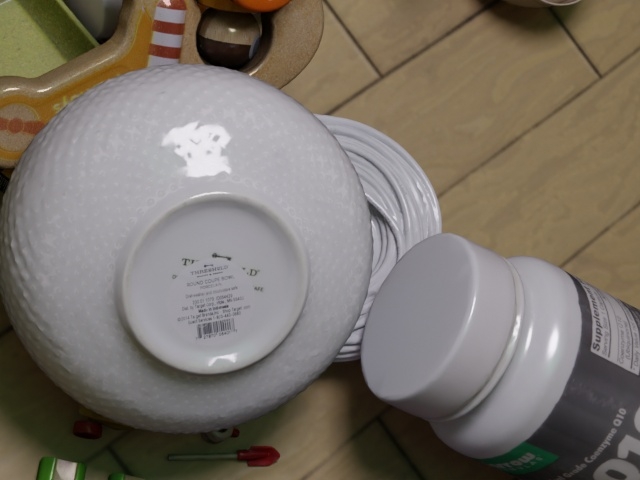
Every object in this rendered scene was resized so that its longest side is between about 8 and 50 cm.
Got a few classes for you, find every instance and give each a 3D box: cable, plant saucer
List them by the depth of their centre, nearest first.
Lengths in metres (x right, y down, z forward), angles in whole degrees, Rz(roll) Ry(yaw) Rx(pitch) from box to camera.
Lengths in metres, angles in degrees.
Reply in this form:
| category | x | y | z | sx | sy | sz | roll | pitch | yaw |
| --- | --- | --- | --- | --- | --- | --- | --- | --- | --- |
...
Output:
| category | x | y | z | sx | sy | sz | roll | pitch | yaw |
| --- | --- | --- | --- | --- | --- | --- | --- | --- | --- |
| plant saucer | -0.318 | -0.167 | 1.451 | 0.188 | 0.045 | 0.188 | -32 | 67 | -22 |
| cable | 0.000 | 0.000 | 1.535 | 0.257 | 0.089 | 0.257 | -2 | 73 | -24 |

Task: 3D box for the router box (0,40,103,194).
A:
| category | x | y | z | sx | sy | sz | roll | pitch | yaw |
| --- | --- | --- | --- | --- | --- | --- | --- | --- | --- |
| router box | -0.229 | -0.092 | 1.492 | 0.133 | 0.046 | 0.179 | 40 | 62 | -5 |

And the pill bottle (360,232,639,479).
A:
| category | x | y | z | sx | sy | sz | roll | pitch | yaw |
| --- | --- | --- | --- | --- | --- | --- | --- | --- | --- |
| pill bottle | 0.230 | 0.139 | 1.480 | 0.361 | 0.204 | 0.204 | 26 | 64 | -27 |

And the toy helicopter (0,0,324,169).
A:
| category | x | y | z | sx | sy | sz | roll | pitch | yaw |
| --- | --- | --- | --- | --- | --- | --- | --- | --- | --- |
| toy helicopter | -0.156 | -0.152 | 1.400 | 0.355 | 0.140 | 0.235 | -27 | 122 | -14 |

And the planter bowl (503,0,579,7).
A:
| category | x | y | z | sx | sy | sz | roll | pitch | yaw |
| --- | --- | --- | --- | --- | --- | --- | --- | --- | --- |
| planter bowl | 0.228 | -0.336 | 1.719 | 0.162 | 0.109 | 0.162 | 4 | 83 | -35 |

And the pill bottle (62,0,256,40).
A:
| category | x | y | z | sx | sy | sz | roll | pitch | yaw |
| --- | --- | --- | --- | --- | --- | --- | --- | --- | --- |
| pill bottle | -0.128 | -0.290 | 1.536 | 0.272 | 0.152 | 0.152 | -23 | 82 | -29 |

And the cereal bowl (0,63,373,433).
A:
| category | x | y | z | sx | sy | sz | roll | pitch | yaw |
| --- | --- | --- | --- | --- | --- | --- | --- | --- | --- |
| cereal bowl | -0.105 | 0.018 | 1.315 | 0.339 | 0.141 | 0.338 | -4 | 104 | -17 |

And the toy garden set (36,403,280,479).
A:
| category | x | y | z | sx | sy | sz | roll | pitch | yaw |
| --- | --- | --- | --- | --- | --- | --- | --- | --- | --- |
| toy garden set | -0.141 | 0.233 | 1.418 | 0.244 | 0.049 | 0.203 | 15 | 68 | -18 |
